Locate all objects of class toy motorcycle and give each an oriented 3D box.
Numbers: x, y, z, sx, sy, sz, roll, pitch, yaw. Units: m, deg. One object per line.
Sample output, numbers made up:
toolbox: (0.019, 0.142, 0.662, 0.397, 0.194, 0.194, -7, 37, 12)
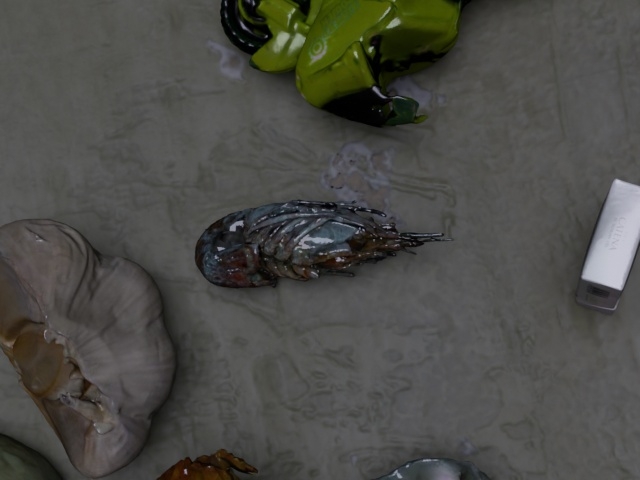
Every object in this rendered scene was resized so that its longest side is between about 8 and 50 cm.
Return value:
toy motorcycle: (0.090, -0.220, 1.128, 0.342, 0.142, 0.206, -30, 80, 3)

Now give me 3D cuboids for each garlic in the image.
garlic: (-0.193, 0.083, 1.109, 0.143, 0.178, 0.229, -21, 99, -28)

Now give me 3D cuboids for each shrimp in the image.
shrimp: (0.000, 0.000, 1.129, 0.233, 0.090, 0.079, -3, 47, 17)

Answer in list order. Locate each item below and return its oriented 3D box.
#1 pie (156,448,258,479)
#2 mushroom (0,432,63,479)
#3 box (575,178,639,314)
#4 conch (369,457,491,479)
pie: (-0.108, 0.309, 1.023, 0.085, 0.308, 0.308, 15, 82, -25)
mushroom: (-0.296, 0.295, 1.083, 0.190, 0.164, 0.267, 10, 82, 9)
box: (0.239, 0.009, 1.066, 0.040, 0.154, 0.084, 16, 83, 13)
conch: (0.045, 0.311, 1.038, 0.277, 0.195, 0.220, -32, 71, 17)
